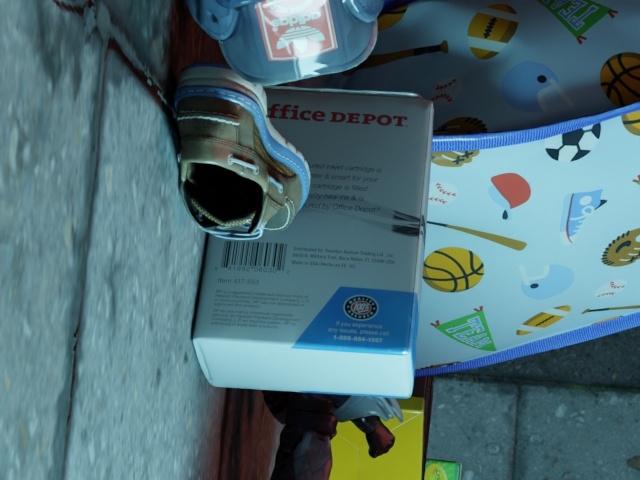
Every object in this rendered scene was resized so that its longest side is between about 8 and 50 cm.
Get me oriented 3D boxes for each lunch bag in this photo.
[{"bbox_3d":[0.140,-0.063,1.494,0.328,0.385,0.239,86,-17,-51],"label":"lunch bag"}]

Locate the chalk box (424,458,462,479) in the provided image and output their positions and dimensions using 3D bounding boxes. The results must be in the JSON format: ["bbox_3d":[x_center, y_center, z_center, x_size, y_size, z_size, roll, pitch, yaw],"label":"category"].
[{"bbox_3d":[0.101,0.319,2.065,0.132,0.213,0.132,67,27,-78],"label":"chalk box"}]

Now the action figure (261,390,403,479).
[{"bbox_3d":[-0.010,0.160,1.362,0.185,0.099,0.285,160,-56,-76],"label":"action figure"}]

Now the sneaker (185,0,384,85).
[{"bbox_3d":[-0.019,-0.157,0.873,0.350,0.131,0.148,13,70,-84],"label":"sneaker"}]

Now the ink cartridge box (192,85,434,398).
[{"bbox_3d":[0.000,0.000,1.185,0.082,0.139,0.191,82,14,-61],"label":"ink cartridge box"}]

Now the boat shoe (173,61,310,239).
[{"bbox_3d":[-0.054,-0.037,1.056,0.183,0.066,0.066,58,40,-64],"label":"boat shoe"}]

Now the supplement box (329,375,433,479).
[{"bbox_3d":[0.051,0.165,1.877,0.194,0.129,0.191,-80,171,-45],"label":"supplement box"}]
